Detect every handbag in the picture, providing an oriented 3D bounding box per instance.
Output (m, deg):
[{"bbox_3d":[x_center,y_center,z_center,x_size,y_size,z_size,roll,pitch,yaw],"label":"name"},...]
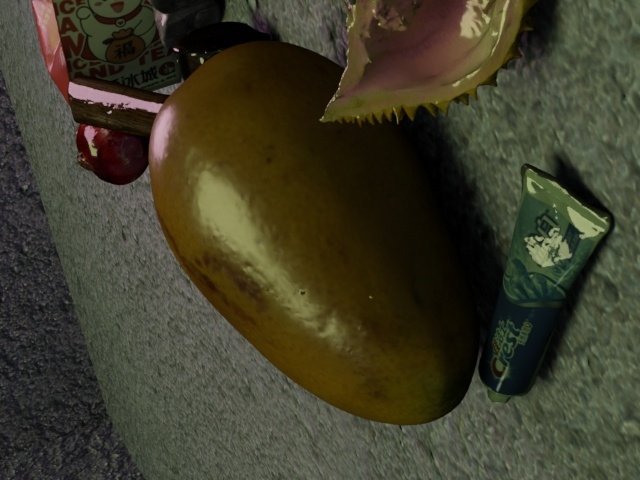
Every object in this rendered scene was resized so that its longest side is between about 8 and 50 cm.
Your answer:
[{"bbox_3d":[-0.284,-0.318,1.659,0.151,0.171,0.298,59,161,31],"label":"handbag"}]

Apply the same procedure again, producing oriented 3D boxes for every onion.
[{"bbox_3d":[-0.334,-0.153,2.065,0.131,0.131,0.131,55,158,36],"label":"onion"}]

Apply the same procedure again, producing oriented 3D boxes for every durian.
[{"bbox_3d":[0.069,-0.172,0.871,0.165,0.132,0.182,7,106,57],"label":"durian"}]

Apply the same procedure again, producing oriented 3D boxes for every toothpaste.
[{"bbox_3d":[0.162,0.049,0.992,0.268,0.047,0.069,98,159,-50],"label":"toothpaste"}]

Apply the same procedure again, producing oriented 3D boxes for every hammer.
[{"bbox_3d":[-0.180,-0.150,1.530,0.409,0.095,0.242,19,132,48],"label":"hammer"}]

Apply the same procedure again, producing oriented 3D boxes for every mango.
[{"bbox_3d":[0.000,0.000,1.130,0.378,0.221,0.264,53,155,17],"label":"mango"}]

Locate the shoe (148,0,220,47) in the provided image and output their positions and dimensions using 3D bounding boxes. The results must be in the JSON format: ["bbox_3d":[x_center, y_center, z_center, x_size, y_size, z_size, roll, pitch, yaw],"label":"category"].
[{"bbox_3d":[-0.171,-0.318,1.442,0.138,0.095,0.245,63,171,9],"label":"shoe"}]
